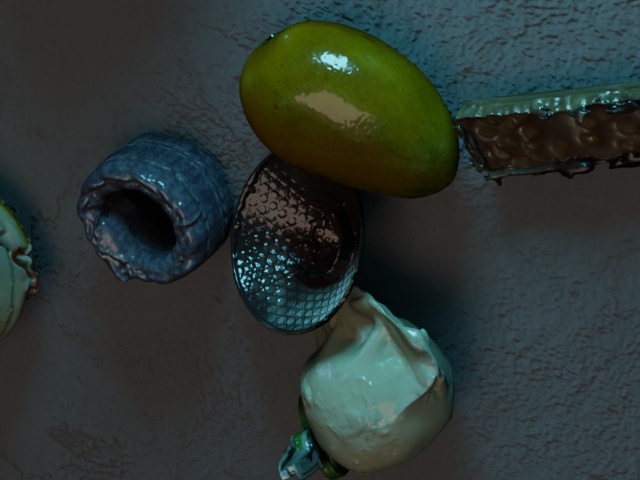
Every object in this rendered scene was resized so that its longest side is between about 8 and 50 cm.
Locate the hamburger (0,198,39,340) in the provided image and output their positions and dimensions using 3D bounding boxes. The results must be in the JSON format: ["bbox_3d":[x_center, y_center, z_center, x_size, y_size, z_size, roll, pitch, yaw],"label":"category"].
[{"bbox_3d":[-0.456,0.039,1.944,0.295,0.151,0.227,-27,100,41],"label":"hamburger"}]

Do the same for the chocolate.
[{"bbox_3d":[0.279,-0.111,1.524,0.329,0.065,0.102,-6,148,29],"label":"chocolate"}]

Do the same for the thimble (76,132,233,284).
[{"bbox_3d":[-0.172,-0.031,1.783,0.150,0.098,0.150,12,124,19],"label":"thimble"}]

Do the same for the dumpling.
[{"bbox_3d":[0.045,0.140,1.764,0.193,0.147,0.258,52,149,26],"label":"dumpling"}]

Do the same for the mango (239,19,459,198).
[{"bbox_3d":[0.030,-0.122,1.608,0.221,0.120,0.151,22,135,10],"label":"mango"}]

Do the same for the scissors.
[{"bbox_3d":[-0.011,0.219,1.792,0.027,0.204,0.101,-23,92,14],"label":"scissors"}]

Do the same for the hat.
[{"bbox_3d":[0.000,0.000,1.734,0.193,0.082,0.193,-4,84,46],"label":"hat"}]
